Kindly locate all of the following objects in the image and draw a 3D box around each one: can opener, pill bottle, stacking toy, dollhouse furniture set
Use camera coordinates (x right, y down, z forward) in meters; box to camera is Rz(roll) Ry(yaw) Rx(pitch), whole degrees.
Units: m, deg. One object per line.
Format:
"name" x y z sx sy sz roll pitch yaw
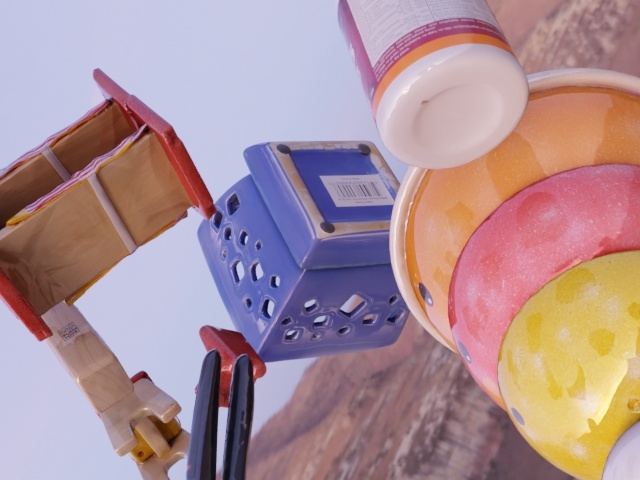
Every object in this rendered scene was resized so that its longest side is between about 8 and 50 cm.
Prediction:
"can opener" -0.074 0.168 0.664 0.073 0.059 0.186 -28 58 52
"pill bottle" 0.080 -0.175 0.769 0.121 0.121 0.221 104 157 -48
"stacking toy" 0.244 0.083 0.781 0.480 0.350 0.351 -89 17 -63
"dollhouse furniture set" -0.187 0.053 0.916 0.201 0.152 0.374 -37 -46 -16

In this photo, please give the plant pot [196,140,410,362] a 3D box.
"plant pot" 0.000 0.000 1.229 0.236 0.236 0.212 -4 -41 -32
